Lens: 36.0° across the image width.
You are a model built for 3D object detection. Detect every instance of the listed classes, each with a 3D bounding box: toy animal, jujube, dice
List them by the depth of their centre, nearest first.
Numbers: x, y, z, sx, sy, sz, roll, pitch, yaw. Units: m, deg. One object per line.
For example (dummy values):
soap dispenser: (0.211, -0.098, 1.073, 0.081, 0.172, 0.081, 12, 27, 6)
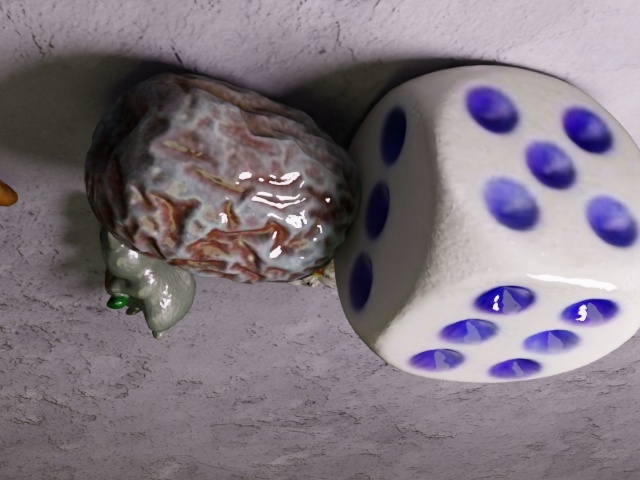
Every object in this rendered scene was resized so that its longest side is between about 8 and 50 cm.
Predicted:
jujube: (-0.107, -0.065, 1.154, 0.317, 0.226, 0.226, 20, 140, -27)
dice: (0.204, -0.016, 1.190, 0.304, 0.304, 0.277, 10, 143, -22)
toy animal: (-0.259, 0.024, 1.403, 0.138, 0.108, 0.236, -37, 132, -27)

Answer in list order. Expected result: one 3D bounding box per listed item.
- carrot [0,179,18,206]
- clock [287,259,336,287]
carrot: (-0.460, -0.090, 1.223, 0.061, 0.061, 0.210, -25, 145, 29)
clock: (0.000, 0.000, 1.374, 0.144, 0.103, 0.231, -11, 148, -5)
